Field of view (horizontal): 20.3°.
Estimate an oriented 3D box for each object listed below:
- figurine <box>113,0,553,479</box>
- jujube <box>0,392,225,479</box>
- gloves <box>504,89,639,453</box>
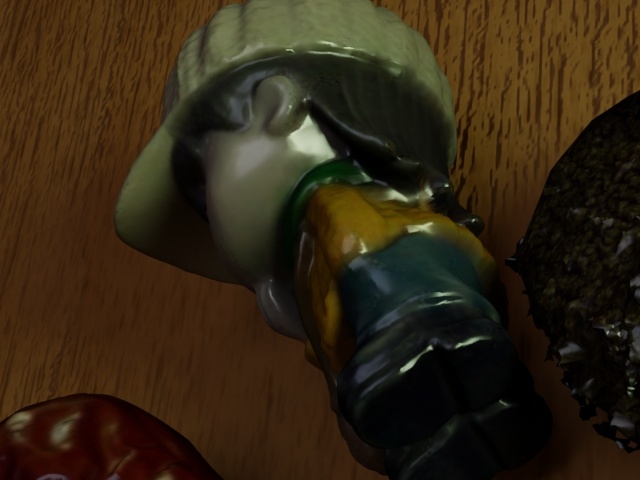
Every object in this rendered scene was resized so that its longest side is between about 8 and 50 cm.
[{"bbox_3d":[0.027,-0.013,0.981,0.204,0.185,0.332,-40,43,-11],"label":"figurine"},{"bbox_3d":[-0.105,0.177,0.972,0.230,0.155,0.155,23,78,46],"label":"jujube"},{"bbox_3d":[0.193,0.007,0.814,0.210,0.135,0.312,-56,35,0],"label":"gloves"}]
